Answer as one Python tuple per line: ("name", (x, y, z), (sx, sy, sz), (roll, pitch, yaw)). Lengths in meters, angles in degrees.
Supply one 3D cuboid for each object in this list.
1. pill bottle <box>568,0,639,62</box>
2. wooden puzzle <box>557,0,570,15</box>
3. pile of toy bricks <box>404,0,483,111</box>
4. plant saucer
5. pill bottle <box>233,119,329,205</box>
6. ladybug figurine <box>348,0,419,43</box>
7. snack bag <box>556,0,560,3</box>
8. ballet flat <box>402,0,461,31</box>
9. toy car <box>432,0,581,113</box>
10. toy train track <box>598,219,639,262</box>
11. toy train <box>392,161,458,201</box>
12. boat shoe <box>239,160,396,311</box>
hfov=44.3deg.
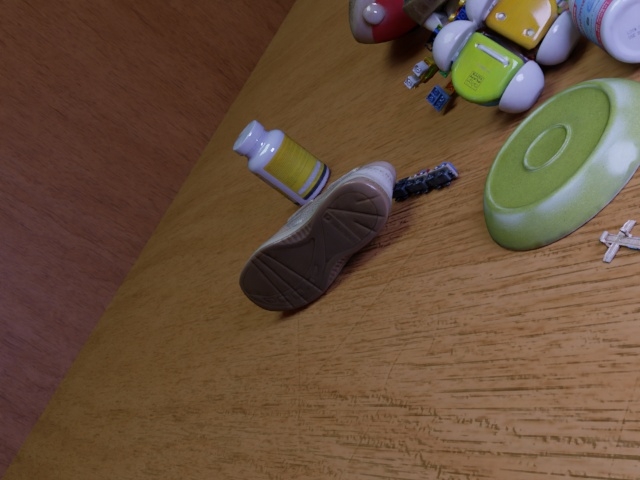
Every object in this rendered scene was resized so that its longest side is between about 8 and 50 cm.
("pill bottle", (0.350, -0.271, 0.929), (0.087, 0.087, 0.160), (-47, 20, 19))
("wooden puzzle", (0.366, -0.350, 1.145), (0.083, 0.006, 0.049), (-49, 20, 13))
("pile of toy bricks", (0.238, -0.303, 1.255), (0.105, 0.118, 0.212), (-34, -13, -37))
("plant saucer", (0.269, -0.098, 0.902), (0.241, 0.037, 0.241), (-46, 20, 22))
("pill bottle", (-0.081, -0.158, 1.580), (0.103, 0.184, 0.103), (-45, 22, 24))
("ladybug figurine", (0.173, -0.581, 1.664), (0.305, 0.162, 0.449), (100, -173, -52))
("snack bag", (0.378, -0.524, 1.264), (0.323, 0.037, 0.342), (-47, 33, 22))
("ballet flat", (0.233, -0.403, 1.306), (0.116, 0.124, 0.342), (-27, 4, -16))
("toy car", (0.255, -0.261, 1.088), (0.182, 0.159, 0.136), (-54, -15, 1))
("toy train track", (0.287, -0.001, 0.732), (0.048, 0.014, 0.083), (-56, 20, -6))
("toy train", (0.153, -0.088, 1.171), (0.036, 0.027, 0.158), (-50, 16, -24))
("boat shoe", (0.000, 0.000, 1.257), (0.341, 0.121, 0.110), (-38, 12, 36))
